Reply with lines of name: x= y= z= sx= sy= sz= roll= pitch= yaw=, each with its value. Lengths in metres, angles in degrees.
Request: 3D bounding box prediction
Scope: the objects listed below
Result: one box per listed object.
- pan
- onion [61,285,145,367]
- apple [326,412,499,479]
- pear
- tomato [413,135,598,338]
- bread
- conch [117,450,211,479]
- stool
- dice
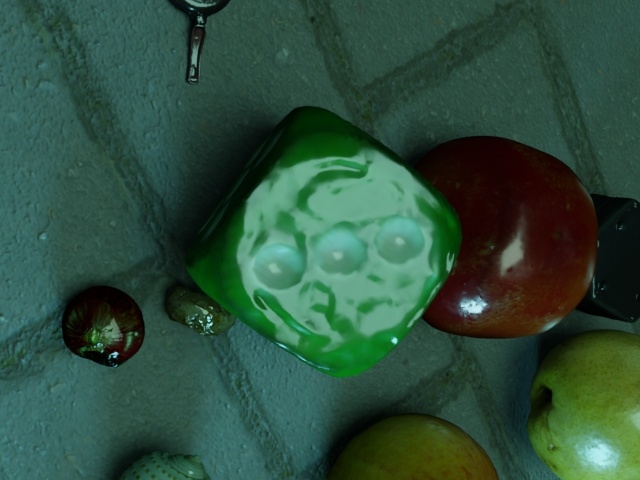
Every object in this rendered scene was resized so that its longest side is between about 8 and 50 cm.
pan: x=-0.180 y=-0.336 z=1.479 sx=0.115 sy=0.040 sz=0.212 roll=2 pitch=95 yaw=-23
onion: x=-0.305 y=0.117 z=1.428 sx=0.117 sy=0.118 sz=0.118 roll=10 pitch=91 yaw=-14
apple: x=0.159 y=0.427 z=1.627 sx=0.299 sy=0.275 sz=0.298 roll=-4 pitch=98 yaw=-34
pear: x=0.522 y=0.308 z=1.793 sx=0.315 sy=0.314 sz=0.314 roll=-4 pitch=98 yaw=-28
tomato: x=0.276 y=0.000 z=1.624 sx=0.293 sy=0.290 sz=0.325 roll=20 pitch=80 yaw=-26
bread: x=-0.178 y=0.108 z=1.512 sx=0.113 sy=0.082 sz=0.060 roll=25 pitch=87 yaw=-25
conch: x=-0.234 y=0.385 z=1.488 sx=0.200 sy=0.131 sz=0.172 roll=-37 pitch=146 yaw=22
stool: x=0.532 y=0.032 z=1.849 sx=0.232 sy=0.141 sz=0.232 roll=-4 pitch=98 yaw=-29
dice: x=0.000 y=0.000 z=1.444 sx=0.297 sy=0.287 sz=0.300 roll=35 pitch=89 yaw=-13
